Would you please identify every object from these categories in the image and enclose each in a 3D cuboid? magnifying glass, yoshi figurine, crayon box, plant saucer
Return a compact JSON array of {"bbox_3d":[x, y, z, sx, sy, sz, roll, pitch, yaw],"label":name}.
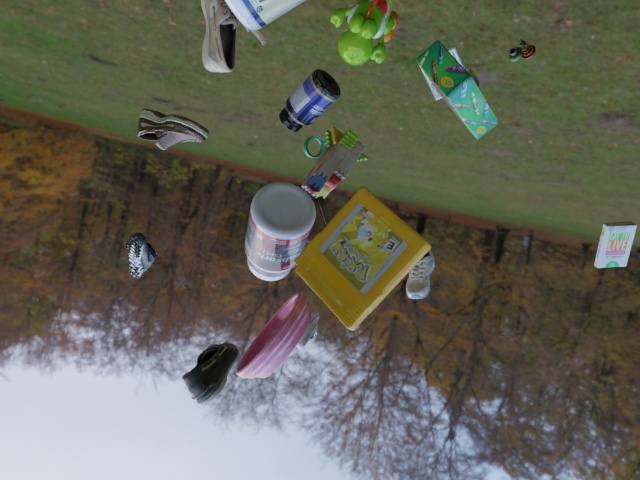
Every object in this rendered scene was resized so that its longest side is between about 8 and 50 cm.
[{"bbox_3d":[0.025,-0.411,2.352,0.230,0.092,0.026,-17,-166,-36],"label":"magnifying glass"},{"bbox_3d":[0.137,-0.665,1.743,0.203,0.203,0.362,-5,-154,19],"label":"yoshi figurine"},{"bbox_3d":[0.387,-0.414,1.529,0.278,0.081,0.165,26,-150,-55],"label":"crayon box"},{"bbox_3d":[-0.138,0.317,1.759,0.084,0.332,0.332,40,-179,-7],"label":"plant saucer"}]

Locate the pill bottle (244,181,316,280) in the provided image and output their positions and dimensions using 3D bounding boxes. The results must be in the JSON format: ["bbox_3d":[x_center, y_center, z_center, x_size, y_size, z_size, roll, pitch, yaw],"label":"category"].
[{"bbox_3d":[-0.148,-0.016,1.852,0.210,0.210,0.363,12,149,-6],"label":"pill bottle"}]

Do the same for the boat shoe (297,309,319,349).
[{"bbox_3d":[-0.052,0.339,2.032,0.076,0.083,0.226,49,-148,3],"label":"boat shoe"}]

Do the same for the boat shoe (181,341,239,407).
[{"bbox_3d":[-0.296,0.331,1.481,0.096,0.112,0.335,51,-175,-8],"label":"boat shoe"}]

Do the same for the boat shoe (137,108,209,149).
[{"bbox_3d":[-0.412,-0.292,1.508,0.257,0.095,0.095,19,175,37],"label":"boat shoe"}]

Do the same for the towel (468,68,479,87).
[{"bbox_3d":[0.476,-0.492,1.695,0.009,0.083,0.060,-22,122,36],"label":"towel"}]

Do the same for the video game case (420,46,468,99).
[{"bbox_3d":[0.439,-0.583,1.915,0.157,0.143,0.019,-12,-156,50],"label":"video game case"}]

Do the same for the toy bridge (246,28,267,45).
[{"bbox_3d":[-0.285,-0.844,2.155,0.188,0.026,0.063,40,-178,-1],"label":"toy bridge"}]

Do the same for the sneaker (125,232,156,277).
[{"bbox_3d":[-0.655,0.037,2.013,0.078,0.234,0.106,37,-131,13],"label":"sneaker"}]

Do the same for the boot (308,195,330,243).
[{"bbox_3d":[0.000,0.000,1.988,0.115,0.306,0.112,-18,-179,-3],"label":"boot"}]

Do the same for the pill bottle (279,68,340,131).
[{"bbox_3d":[-0.043,-0.482,1.906,0.122,0.123,0.219,9,144,-44],"label":"pill bottle"}]

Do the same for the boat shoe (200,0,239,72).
[{"bbox_3d":[-0.312,-0.725,1.783,0.110,0.342,0.121,15,-161,34],"label":"boat shoe"}]

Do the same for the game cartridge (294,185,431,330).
[{"bbox_3d":[0.106,0.044,1.557,0.285,0.324,0.052,45,-176,31],"label":"game cartridge"}]

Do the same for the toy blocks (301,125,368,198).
[{"bbox_3d":[0.031,-0.274,2.148,0.190,0.261,0.381,36,176,-11],"label":"toy blocks"}]

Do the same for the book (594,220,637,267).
[{"bbox_3d":[0.914,0.014,1.698,0.096,0.144,0.035,-4,-154,-4],"label":"book"}]

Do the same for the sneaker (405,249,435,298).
[{"bbox_3d":[0.340,0.109,1.887,0.087,0.092,0.229,-4,-143,24],"label":"sneaker"}]

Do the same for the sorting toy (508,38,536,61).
[{"bbox_3d":[0.651,-0.622,1.775,0.042,0.061,0.101,25,175,-37],"label":"sorting toy"}]

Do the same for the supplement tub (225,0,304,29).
[{"bbox_3d":[-0.088,-0.671,1.267,0.324,0.236,0.235,-28,175,12],"label":"supplement tub"}]
